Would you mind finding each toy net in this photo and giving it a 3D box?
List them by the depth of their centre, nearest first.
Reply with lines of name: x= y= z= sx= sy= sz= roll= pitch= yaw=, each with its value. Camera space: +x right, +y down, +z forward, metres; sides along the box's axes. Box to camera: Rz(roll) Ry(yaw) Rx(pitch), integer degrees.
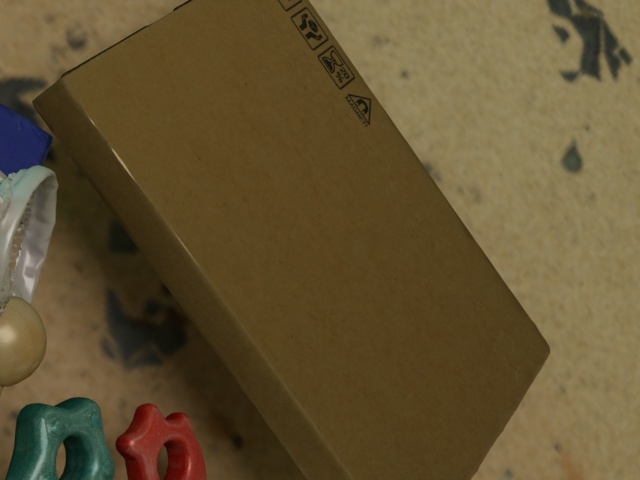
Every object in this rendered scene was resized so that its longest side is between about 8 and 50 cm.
toy net: x=-0.072 y=0.054 z=0.504 sx=0.122 sy=0.045 sz=0.232 roll=-38 pitch=120 yaw=-50

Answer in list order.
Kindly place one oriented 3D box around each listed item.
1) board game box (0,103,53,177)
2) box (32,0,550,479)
board game box: x=-0.267 y=0.035 z=0.425 sx=0.318 sy=0.066 sz=0.318 roll=29 pitch=61 yaw=-23
box: x=0.000 y=0.000 z=0.608 sx=0.201 sy=0.021 sz=0.164 roll=55 pitch=34 yaw=-6
